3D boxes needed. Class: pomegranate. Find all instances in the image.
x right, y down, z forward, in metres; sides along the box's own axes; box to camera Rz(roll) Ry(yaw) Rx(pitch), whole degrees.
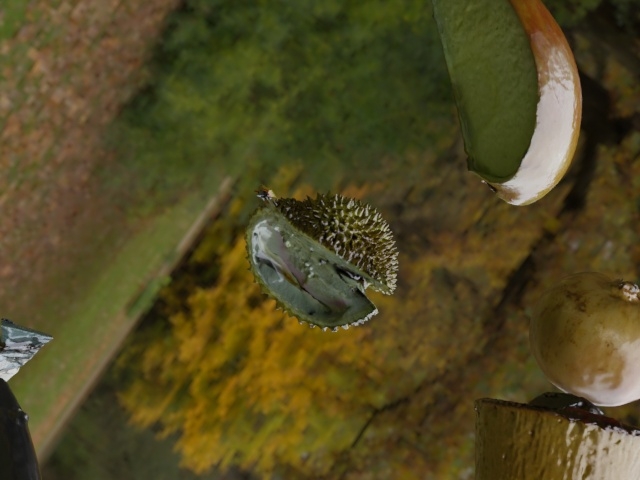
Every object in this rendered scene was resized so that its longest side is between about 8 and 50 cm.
[{"bbox_3d":[0.480,0.165,2.402,0.248,0.248,0.248,-55,-177,4],"label":"pomegranate"}]

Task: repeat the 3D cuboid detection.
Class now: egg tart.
[{"bbox_3d":[0.264,0.253,1.541,0.215,0.215,0.171,142,-40,-81],"label":"egg tart"}]

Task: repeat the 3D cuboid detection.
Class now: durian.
[{"bbox_3d":[0.000,0.000,1.947,0.193,0.237,0.138,-25,-161,34],"label":"durian"}]

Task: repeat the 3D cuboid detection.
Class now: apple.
[{"bbox_3d":[0.260,-0.227,1.911,0.179,0.346,0.254,-13,167,1],"label":"apple"}]

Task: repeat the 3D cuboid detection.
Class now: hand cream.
[{"bbox_3d":[-0.486,0.177,2.170,0.075,0.052,0.248,-5,158,-30],"label":"hand cream"}]

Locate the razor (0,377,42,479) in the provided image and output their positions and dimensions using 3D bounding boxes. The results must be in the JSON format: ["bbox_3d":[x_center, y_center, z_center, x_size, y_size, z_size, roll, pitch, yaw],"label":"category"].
[{"bbox_3d":[-0.316,0.294,1.273,0.189,0.107,0.327,-49,-138,34],"label":"razor"}]
